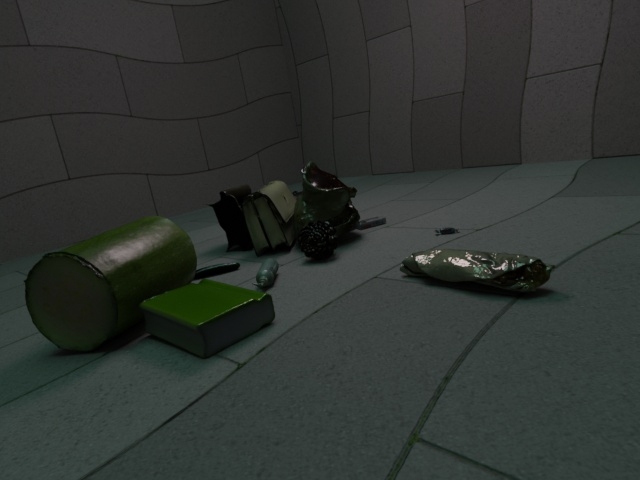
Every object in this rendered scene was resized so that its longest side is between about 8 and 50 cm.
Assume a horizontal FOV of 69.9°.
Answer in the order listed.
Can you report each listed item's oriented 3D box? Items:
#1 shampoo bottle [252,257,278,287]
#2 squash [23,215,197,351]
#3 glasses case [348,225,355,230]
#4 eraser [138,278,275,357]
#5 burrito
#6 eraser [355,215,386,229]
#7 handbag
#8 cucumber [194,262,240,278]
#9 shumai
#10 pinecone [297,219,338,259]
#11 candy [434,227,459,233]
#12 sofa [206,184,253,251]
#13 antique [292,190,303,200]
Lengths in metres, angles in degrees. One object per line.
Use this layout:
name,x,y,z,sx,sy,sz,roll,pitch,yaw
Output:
shampoo bottle,-0.163,0.106,1.377,0.056,0.056,0.195,-9,14,4
squash,-0.536,0.101,1.236,0.262,0.263,0.384,-6,14,17
glasses case,0.068,-0.084,1.967,0.047,0.071,0.205,-14,13,-33
eraser,-0.275,0.174,1.100,0.274,0.092,0.210,5,20,45
burrito,0.351,0.068,1.107,0.117,0.076,0.392,-27,18,-31
eraser,0.209,-0.074,1.905,0.122,0.029,0.052,-14,14,-18
handbag,-0.190,-0.107,1.854,0.160,0.237,0.358,-20,12,10
cucumber,-0.369,0.103,1.587,0.184,0.036,0.033,-11,21,-10
shumai,-0.016,-0.161,1.749,0.291,0.289,0.330,-31,20,-2
pinecone,-0.002,0.000,1.546,0.140,0.140,0.121,-5,-14,20
candy,0.435,-0.034,1.580,0.083,0.020,0.030,-4,14,16
sofa,-0.323,-0.098,1.932,0.182,0.259,0.200,-18,7,29
antique,-0.171,-0.147,2.192,0.255,0.185,0.322,-9,11,-26
